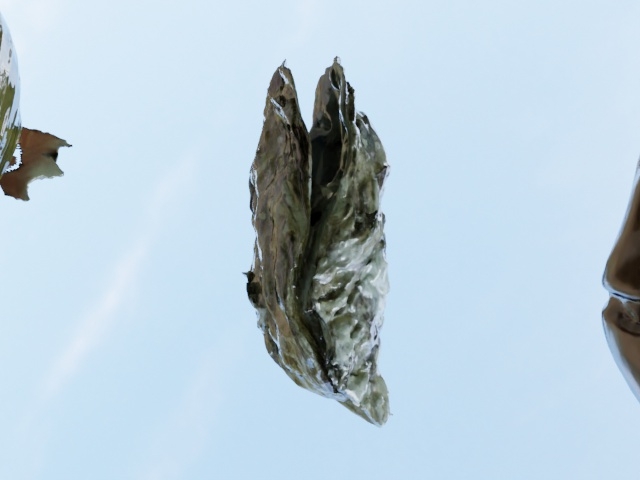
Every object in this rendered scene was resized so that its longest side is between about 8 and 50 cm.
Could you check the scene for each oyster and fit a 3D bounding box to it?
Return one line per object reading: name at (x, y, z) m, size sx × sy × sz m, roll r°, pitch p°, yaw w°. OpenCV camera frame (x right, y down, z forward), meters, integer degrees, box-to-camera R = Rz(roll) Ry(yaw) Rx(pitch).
oyster at (0.001, 0.004, 1.349) m, size 0.158 × 0.162 × 0.351 m, roll -12°, pitch -103°, yaw 4°

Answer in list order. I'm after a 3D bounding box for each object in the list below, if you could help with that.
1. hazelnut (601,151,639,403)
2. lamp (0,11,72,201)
hazelnut at (0.250, 0.018, 0.724) m, size 0.181 × 0.181 × 0.212 m, roll -170°, pitch -108°, yaw -66°
lamp at (-0.311, -0.099, 1.031) m, size 0.250 × 0.284 × 0.250 m, roll -33°, pitch -133°, yaw 44°
